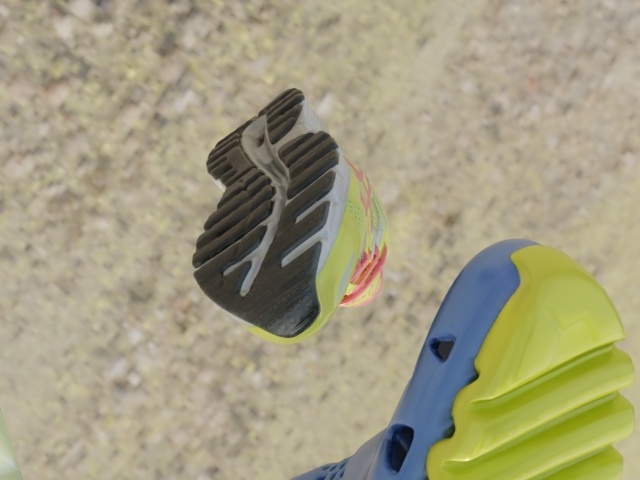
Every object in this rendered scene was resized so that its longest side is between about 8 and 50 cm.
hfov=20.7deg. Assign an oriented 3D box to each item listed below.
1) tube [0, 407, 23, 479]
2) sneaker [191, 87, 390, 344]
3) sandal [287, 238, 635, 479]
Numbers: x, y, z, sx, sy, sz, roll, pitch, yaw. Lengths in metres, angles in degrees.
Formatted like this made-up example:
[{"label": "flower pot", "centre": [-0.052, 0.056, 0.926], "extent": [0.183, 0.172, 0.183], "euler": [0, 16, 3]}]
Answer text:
[{"label": "tube", "centre": [-0.155, -0.026, 0.548], "extent": [0.070, 0.062, 0.240], "euler": [-15, 87, -17]}, {"label": "sneaker", "centre": [0.000, 0.000, 0.816], "extent": [0.081, 0.208, 0.094], "euler": [-34, 110, 14]}, {"label": "sandal", "centre": [0.025, 0.138, 0.743], "extent": [0.126, 0.138, 0.317], "euler": [2, 116, -46]}]
